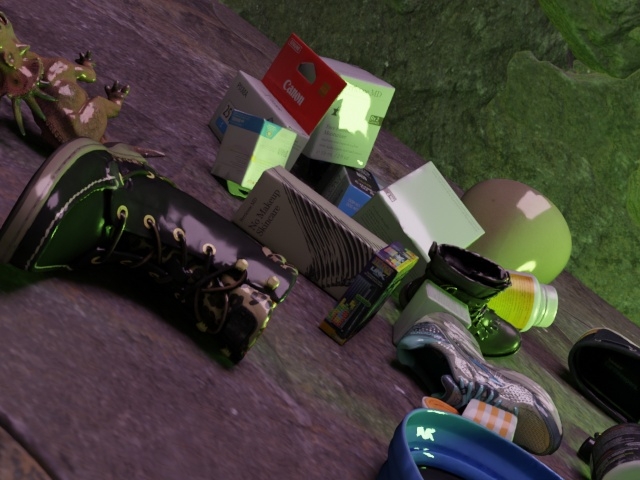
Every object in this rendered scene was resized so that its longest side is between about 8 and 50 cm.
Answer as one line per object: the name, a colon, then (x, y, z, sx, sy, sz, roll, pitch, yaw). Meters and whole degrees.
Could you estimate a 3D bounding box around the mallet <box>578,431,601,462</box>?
mallet: (0.495, 0.367, 1.754, 0.062, 0.039, 0.189, 40, 10, 20)

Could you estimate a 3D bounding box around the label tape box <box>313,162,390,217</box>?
label tape box: (0.128, -0.032, 2.053, 0.249, 0.115, 0.348, 31, 13, -15)

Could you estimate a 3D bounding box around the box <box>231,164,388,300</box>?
box: (0.000, 0.000, 1.643, 0.275, 0.113, 0.094, 35, 15, 5)

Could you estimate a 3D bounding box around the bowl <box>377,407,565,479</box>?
bowl: (0.227, 0.342, 1.098, 0.391, 0.077, 0.391, 34, 13, -9)

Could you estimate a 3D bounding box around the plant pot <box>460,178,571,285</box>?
plant pot: (0.394, 0.031, 2.245, 0.284, 0.284, 0.191, 37, 49, 8)

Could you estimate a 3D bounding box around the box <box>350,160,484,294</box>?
box: (0.181, -0.025, 1.902, 0.182, 0.119, 0.181, -31, 83, -42)

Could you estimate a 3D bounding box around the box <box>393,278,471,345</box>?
box: (0.180, 0.136, 1.627, 0.087, 0.101, 0.102, 34, 14, -3)

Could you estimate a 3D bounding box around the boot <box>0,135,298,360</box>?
boot: (-0.178, 0.018, 1.121, 0.284, 0.138, 0.377, 35, 8, 0)

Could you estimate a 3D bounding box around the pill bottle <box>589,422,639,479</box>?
pill bottle: (0.481, 0.359, 1.536, 0.130, 0.130, 0.245, 37, 14, 6)

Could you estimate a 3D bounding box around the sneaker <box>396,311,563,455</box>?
sneaker: (0.224, 0.229, 1.481, 0.283, 0.110, 0.122, 38, 31, 22)

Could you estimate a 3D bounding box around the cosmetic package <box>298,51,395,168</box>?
cosmetic package: (0.028, -0.269, 2.073, 0.151, 0.184, 0.151, 7, 23, -38)

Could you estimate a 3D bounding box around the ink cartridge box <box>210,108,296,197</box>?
ink cartridge box: (-0.125, -0.149, 1.810, 0.090, 0.143, 0.092, 24, 3, 40)

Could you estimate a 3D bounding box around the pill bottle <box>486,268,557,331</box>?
pill bottle: (0.344, 0.112, 1.943, 0.214, 0.117, 0.117, 10, 20, -11)

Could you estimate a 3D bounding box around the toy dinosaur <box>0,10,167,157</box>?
toy dinosaur: (-0.358, -0.175, 1.375, 0.295, 0.127, 0.200, 44, 18, -15)

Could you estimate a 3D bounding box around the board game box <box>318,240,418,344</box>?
board game box: (0.075, 0.075, 1.499, 0.048, 0.141, 0.170, 38, 13, 9)

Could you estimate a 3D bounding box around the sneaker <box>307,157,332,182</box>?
sneaker: (0.009, -0.201, 2.354, 0.129, 0.147, 0.330, 9, -2, -2)

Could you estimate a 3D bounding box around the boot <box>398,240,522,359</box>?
boot: (0.268, 0.106, 1.715, 0.262, 0.091, 0.229, 25, -27, -7)

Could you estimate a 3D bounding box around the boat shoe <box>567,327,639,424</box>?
boat shoe: (0.710, 0.351, 2.032, 0.500, 0.187, 0.156, 37, 18, 30)

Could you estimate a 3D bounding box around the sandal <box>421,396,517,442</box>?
sandal: (0.259, 0.279, 1.386, 0.265, 0.076, 0.102, 35, 13, 0)

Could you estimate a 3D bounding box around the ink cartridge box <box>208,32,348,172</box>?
ink cartridge box: (-0.096, -0.271, 2.007, 0.066, 0.261, 0.296, 24, 17, -35)
